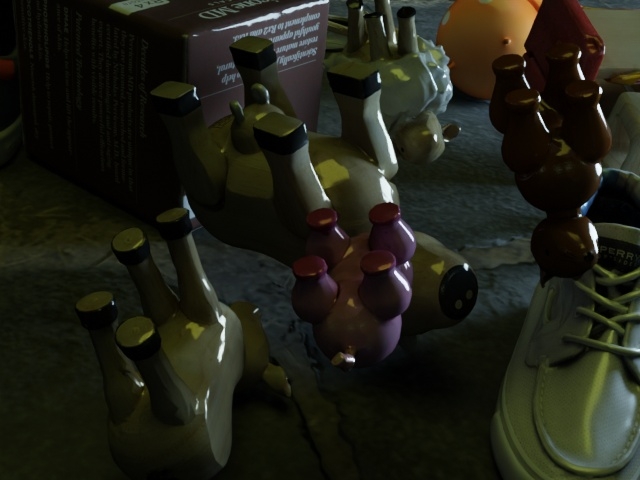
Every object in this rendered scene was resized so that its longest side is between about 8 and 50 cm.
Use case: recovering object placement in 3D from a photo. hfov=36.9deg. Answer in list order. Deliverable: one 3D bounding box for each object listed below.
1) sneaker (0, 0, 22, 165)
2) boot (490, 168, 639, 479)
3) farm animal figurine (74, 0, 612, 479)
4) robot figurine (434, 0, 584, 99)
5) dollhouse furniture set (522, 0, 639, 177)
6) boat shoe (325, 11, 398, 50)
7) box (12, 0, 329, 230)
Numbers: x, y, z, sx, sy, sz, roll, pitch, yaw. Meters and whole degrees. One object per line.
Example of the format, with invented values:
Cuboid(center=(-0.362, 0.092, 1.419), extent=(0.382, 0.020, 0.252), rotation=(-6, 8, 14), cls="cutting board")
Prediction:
Cuboid(center=(-0.317, -0.201, 0.906), extent=(0.131, 0.148, 0.350), rotation=(-1, 30, -12), cls="sneaker")
Cuboid(center=(0.164, 0.047, 0.583), extent=(0.095, 0.123, 0.258), rotation=(11, 30, 8), cls="boot")
Cuboid(center=(0.000, 0.000, 0.587), extent=(0.330, 0.172, 0.327), rotation=(-26, 37, -16), cls="farm animal figurine")
Cuboid(center=(0.210, -0.233, 1.080), extent=(0.158, 0.128, 0.219), rotation=(25, 34, 18), cls="robot figurine")
Cuboid(center=(0.313, -0.054, 0.811), extent=(0.201, 0.152, 0.374), rotation=(0, 47, -12), cls="dollhouse furniture set")
Cuboid(center=(0.047, -0.257, 1.175), extent=(0.135, 0.045, 0.050), rotation=(-1, 30, -12), cls="boat shoe")
Cuboid(center=(-0.126, -0.136, 0.807), extent=(0.203, 0.167, 0.168), rotation=(26, 35, 30), cls="box")
